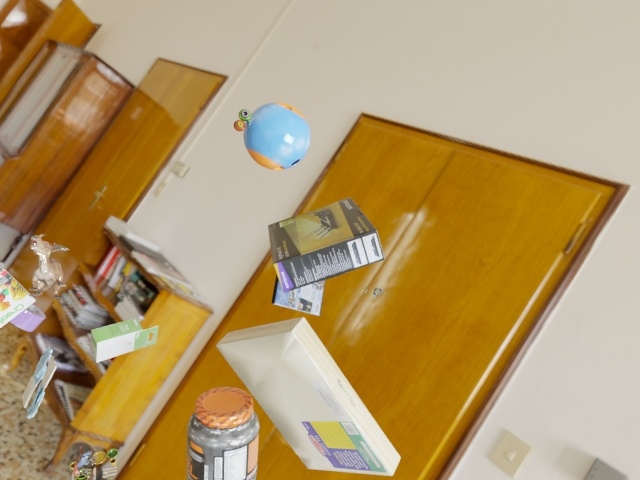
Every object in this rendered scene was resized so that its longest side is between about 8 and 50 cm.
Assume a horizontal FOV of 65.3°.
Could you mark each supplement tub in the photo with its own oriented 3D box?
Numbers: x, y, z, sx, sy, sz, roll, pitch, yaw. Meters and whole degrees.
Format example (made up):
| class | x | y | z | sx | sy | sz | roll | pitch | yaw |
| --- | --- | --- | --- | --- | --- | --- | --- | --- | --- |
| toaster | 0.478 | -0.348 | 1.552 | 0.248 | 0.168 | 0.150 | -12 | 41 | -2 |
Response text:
| class | x | y | z | sx | sy | sz | roll | pitch | yaw |
| --- | --- | --- | --- | --- | --- | --- | --- | --- | --- |
| supplement tub | -0.285 | 0.619 | 1.459 | 0.207 | 0.337 | 0.207 | 4 | 13 | -1 |

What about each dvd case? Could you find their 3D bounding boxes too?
| class | x | y | z | sx | sy | sz | roll | pitch | yaw |
| --- | --- | --- | --- | --- | --- | --- | --- | --- | --- |
| dvd case | -0.081 | 0.188 | 1.986 | 0.022 | 0.180 | 0.253 | -7 | -22 | 45 |

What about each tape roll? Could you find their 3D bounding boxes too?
| class | x | y | z | sx | sy | sz | roll | pitch | yaw |
| --- | --- | --- | --- | --- | --- | --- | --- | --- | --- |
| tape roll | -1.361 | 0.326 | 2.275 | 0.189 | 0.080 | 0.189 | 37 | -13 | 10 |

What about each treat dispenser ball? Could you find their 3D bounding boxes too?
| class | x | y | z | sx | sy | sz | roll | pitch | yaw |
| --- | --- | --- | --- | --- | --- | --- | --- | --- | --- |
| treat dispenser ball | -0.186 | -0.447 | 2.149 | 0.288 | 0.288 | 0.288 | 33 | -4 | 3 |

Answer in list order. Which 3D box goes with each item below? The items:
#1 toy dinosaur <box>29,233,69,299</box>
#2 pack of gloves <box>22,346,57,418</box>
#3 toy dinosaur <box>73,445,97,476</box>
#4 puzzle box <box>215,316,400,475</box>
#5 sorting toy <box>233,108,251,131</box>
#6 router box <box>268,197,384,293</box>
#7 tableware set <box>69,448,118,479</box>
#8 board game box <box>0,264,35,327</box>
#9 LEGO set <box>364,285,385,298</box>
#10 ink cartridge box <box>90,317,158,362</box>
| class | x | y | z | sx | sy | sz | roll | pitch | yaw |
| --- | --- | --- | --- | --- | --- | --- | --- | --- | --- |
| toy dinosaur | -1.052 | 0.111 | 1.945 | 0.127 | 0.200 | 0.295 | 4 | -26 | -25 |
| pack of gloves | -1.021 | 0.526 | 1.844 | 0.046 | 0.232 | 0.195 | 25 | 0 | -40 |
| toy dinosaur | -0.565 | 0.526 | 1.181 | 0.090 | 0.047 | 0.082 | 4 | -5 | 18 |
| puzzle box | -0.032 | 0.361 | 1.123 | 0.272 | 0.052 | 0.408 | -19 | -70 | 42 |
| sorting toy | -0.309 | -0.485 | 2.012 | 0.061 | 0.101 | 0.042 | 24 | -9 | -12 |
| router box | 0.000 | 0.000 | 1.241 | 0.309 | 0.243 | 0.081 | -115 | -173 | -70 |
| tableware set | -0.781 | 0.774 | 1.726 | 0.154 | 0.024 | 0.104 | -7 | 36 | -15 |
| board game box | -1.244 | 0.256 | 1.833 | 0.053 | 0.305 | 0.193 | 27 | -31 | 35 |
| LEGO set | 0.216 | 0.203 | 2.005 | 0.083 | 0.054 | 0.023 | 25 | 6 | 4 |
| ink cartridge box | -0.680 | 0.337 | 1.735 | 0.209 | 0.109 | 0.062 | -13 | 49 | -37 |
